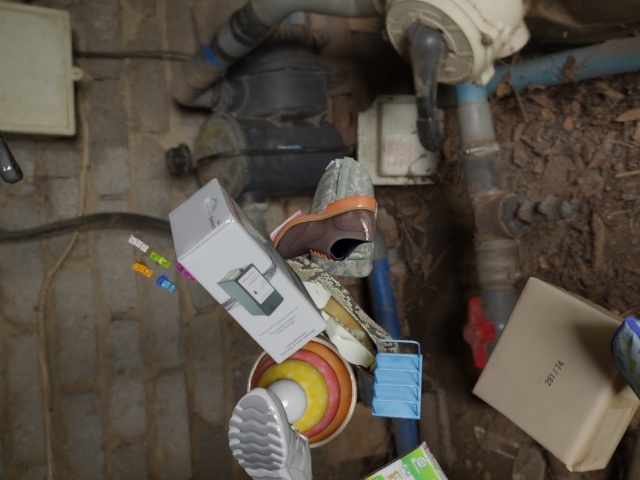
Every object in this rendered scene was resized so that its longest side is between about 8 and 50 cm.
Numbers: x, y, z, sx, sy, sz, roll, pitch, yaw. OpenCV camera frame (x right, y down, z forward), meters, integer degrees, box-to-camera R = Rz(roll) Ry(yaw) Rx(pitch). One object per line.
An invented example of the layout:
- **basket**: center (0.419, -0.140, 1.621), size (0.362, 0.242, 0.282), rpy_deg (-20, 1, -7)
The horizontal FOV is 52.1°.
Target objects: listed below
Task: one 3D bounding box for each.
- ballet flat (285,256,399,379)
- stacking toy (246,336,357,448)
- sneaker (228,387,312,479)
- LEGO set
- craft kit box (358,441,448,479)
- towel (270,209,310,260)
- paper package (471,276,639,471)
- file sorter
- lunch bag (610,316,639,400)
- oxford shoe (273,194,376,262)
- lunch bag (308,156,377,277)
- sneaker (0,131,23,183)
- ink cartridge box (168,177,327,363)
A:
- **ballet flat**: center (0.042, 0.233, 1.920), size (0.483, 0.182, 0.164), rpy_deg (43, 114, -7)
- **stacking toy**: center (-0.085, 0.441, 1.875), size (0.480, 0.350, 0.351), rpy_deg (54, -158, -77)
- **sneaker**: center (-0.076, 0.348, 1.109), size (0.105, 0.115, 0.281), rpy_deg (5, 123, 23)
- **LEGO set**: center (-0.474, 0.068, 1.863), size (0.087, 0.227, 0.093), rpy_deg (-55, 31, -4)
- **craft kit box**: center (0.180, 0.595, 1.375), size (0.246, 0.061, 0.250), rpy_deg (-35, 76, 17)
- **towel**: center (-0.059, 0.014, 2.196), size (0.144, 0.029, 0.197), rpy_deg (-39, 91, 13)
- **paper package**: center (0.553, 0.293, 1.484), size (0.309, 0.168, 0.325), rpy_deg (35, 103, 51)
- **file sorter**: center (0.191, 0.344, 1.637), size (0.104, 0.118, 0.170), rpy_deg (76, -162, -54)
- **lunch bag**: center (0.609, 0.223, 1.218), size (0.096, 0.151, 0.129), rpy_deg (-29, 50, 9)
- **oxford shoe**: center (0.000, 0.000, 1.297), size (0.271, 0.097, 0.098), rpy_deg (-26, 62, 44)
- **lunch bag**: center (0.068, -0.075, 2.015), size (0.256, 0.212, 0.305), rpy_deg (89, -170, -45)
- **sneaker**: center (-0.464, -0.115, 0.873), size (0.170, 0.089, 0.051), rpy_deg (50, 163, 33)
- **ink cartridge box**: center (-0.137, 0.052, 1.202), size (0.121, 0.289, 0.211), rpy_deg (-38, 29, 1)
